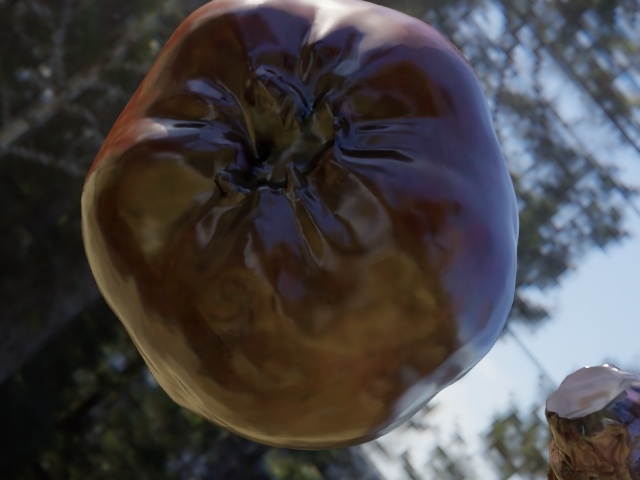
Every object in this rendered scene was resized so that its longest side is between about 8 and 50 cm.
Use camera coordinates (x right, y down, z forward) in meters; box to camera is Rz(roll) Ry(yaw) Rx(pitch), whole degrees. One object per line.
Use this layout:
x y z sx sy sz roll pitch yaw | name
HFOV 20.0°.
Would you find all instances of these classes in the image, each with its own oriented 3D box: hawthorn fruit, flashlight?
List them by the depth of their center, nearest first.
0.064 0.069 0.353 0.031 0.052 0.110 3 -49 35 | flashlight
0.000 0.000 0.863 0.208 0.208 0.248 50 -4 20 | hawthorn fruit
